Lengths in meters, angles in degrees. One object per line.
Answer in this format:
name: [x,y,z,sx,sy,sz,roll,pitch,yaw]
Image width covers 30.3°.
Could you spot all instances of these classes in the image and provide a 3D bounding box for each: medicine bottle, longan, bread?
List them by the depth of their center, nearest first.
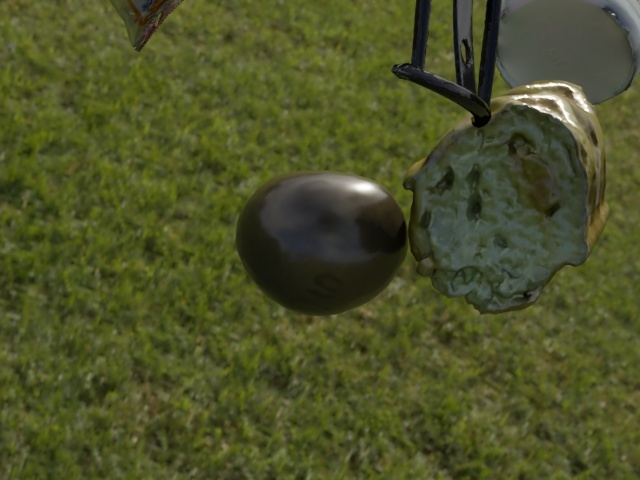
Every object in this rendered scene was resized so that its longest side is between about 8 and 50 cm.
bread: [0.202,-0.052,1.252,0.196,0.238,0.252,-2,5,16]
longan: [0.000,0.000,1.287,0.189,0.189,0.189,17,35,-12]
medicine bottle: [0.396,-0.381,1.695,0.213,0.213,0.378,27,54,2]

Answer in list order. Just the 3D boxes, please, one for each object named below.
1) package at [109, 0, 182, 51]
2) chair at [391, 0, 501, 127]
package: [-0.217,-0.309,1.455,0.031,0.120,0.108,26,68,29]
chair: [0.061,-0.222,0.873,0.141,0.260,0.154,2,-7,31]
